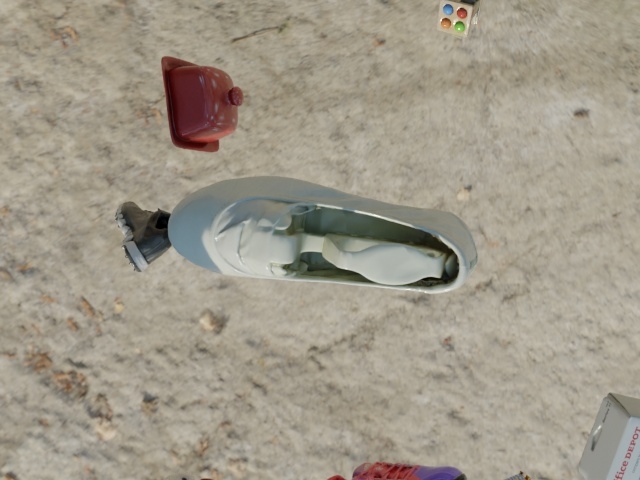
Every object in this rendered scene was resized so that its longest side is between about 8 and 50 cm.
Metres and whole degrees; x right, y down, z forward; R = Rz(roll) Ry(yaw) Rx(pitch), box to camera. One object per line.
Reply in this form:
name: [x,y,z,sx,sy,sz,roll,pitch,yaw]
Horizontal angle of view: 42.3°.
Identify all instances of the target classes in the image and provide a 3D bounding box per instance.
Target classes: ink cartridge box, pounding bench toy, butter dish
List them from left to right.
butter dish: [-0.188,-0.241,1.435,0.118,0.160,0.160,-7,89,24]
pounding bench toy: [0.217,-0.347,1.306,0.052,0.065,0.083,19,134,17]
ink cartridge box: [0.547,0.348,1.336,0.208,0.087,0.153,13,103,-9]

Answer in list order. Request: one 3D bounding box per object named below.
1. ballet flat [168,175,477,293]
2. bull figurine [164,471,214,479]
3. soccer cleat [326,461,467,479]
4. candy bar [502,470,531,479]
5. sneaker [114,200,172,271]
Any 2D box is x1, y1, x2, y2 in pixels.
ballet flat: [0.000,0.000,1.026,0.400,0.139,0.139,6,110,1]
bull figurine: [-0.225,0.512,1.298,0.101,0.188,0.310,6,125,0]
soccer cleat: [0.113,0.415,1.377,0.318,0.108,0.116,-42,68,46]
candy bar: [0.366,0.517,1.719,0.161,0.040,0.018,-14,110,-21]
sneaker: [-0.325,-0.024,1.572,0.106,0.234,0.078,-29,120,-4]
